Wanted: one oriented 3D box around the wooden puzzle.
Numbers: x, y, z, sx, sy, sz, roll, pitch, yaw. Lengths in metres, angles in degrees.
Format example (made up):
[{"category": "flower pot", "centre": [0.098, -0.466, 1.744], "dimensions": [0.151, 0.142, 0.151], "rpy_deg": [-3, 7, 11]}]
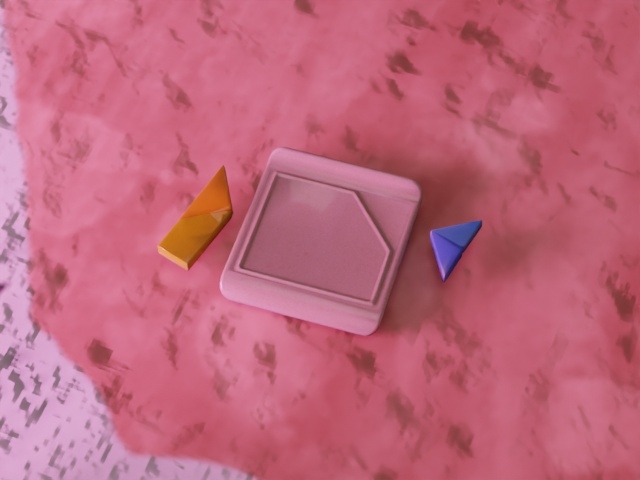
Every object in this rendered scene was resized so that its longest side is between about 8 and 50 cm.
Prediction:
[{"category": "wooden puzzle", "centre": [0.000, 0.000, 0.700], "dimensions": [0.116, 0.014, 0.078], "rpy_deg": [20, 63, 13]}]
